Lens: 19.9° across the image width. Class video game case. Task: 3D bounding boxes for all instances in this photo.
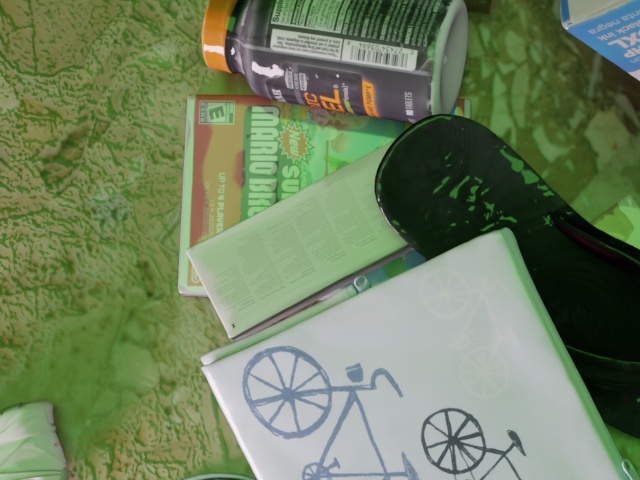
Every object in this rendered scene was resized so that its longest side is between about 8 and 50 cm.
[{"bbox_3d":[0.004,-0.043,1.809,0.285,0.025,0.204,1,82,6],"label":"video game case"}]

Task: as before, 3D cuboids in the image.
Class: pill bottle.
[{"bbox_3d":[0.011,-0.192,1.768,0.245,0.130,0.130,10,83,16],"label":"pill bottle"}]

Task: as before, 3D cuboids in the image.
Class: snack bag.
[{"bbox_3d":[0.097,0.182,1.688,0.342,0.037,0.323,-27,91,19],"label":"snack bag"}]

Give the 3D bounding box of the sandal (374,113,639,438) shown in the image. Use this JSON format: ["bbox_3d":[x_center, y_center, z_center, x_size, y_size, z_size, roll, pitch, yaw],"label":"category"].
[{"bbox_3d":[0.240,0.054,1.684,0.445,0.107,0.167,34,93,-7],"label":"sandal"}]

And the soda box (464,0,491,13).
[{"bbox_3d":[0.083,-0.271,1.814,0.181,0.061,0.058,8,83,7],"label":"soda box"}]

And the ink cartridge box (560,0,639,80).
[{"bbox_3d":[0.376,-0.248,1.576,0.166,0.395,0.285,-23,55,37],"label":"ink cartridge box"}]

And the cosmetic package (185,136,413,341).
[{"bbox_3d":[0.000,0.000,1.759,0.239,0.060,0.099,-27,79,1],"label":"cosmetic package"}]

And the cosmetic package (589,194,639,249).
[{"bbox_3d":[0.268,0.013,1.764,0.115,0.041,0.060,-36,80,0],"label":"cosmetic package"}]

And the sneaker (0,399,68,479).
[{"bbox_3d":[-0.353,0.246,1.774,0.232,0.090,0.115,-24,83,3],"label":"sneaker"}]

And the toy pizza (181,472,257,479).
[{"bbox_3d":[-0.100,0.326,1.762,0.201,0.032,0.201,-1,81,6],"label":"toy pizza"}]
